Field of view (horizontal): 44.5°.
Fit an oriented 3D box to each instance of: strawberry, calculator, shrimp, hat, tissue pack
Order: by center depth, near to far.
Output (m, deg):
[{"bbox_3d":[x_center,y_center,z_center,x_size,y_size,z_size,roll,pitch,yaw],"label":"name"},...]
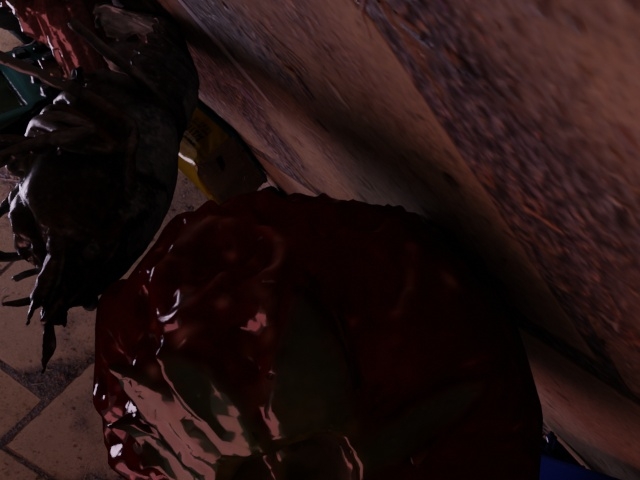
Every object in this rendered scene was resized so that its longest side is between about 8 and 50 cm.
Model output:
[{"bbox_3d":[0.025,0.097,0.571,0.317,0.295,0.345,40,-151,5],"label":"strawberry"},{"bbox_3d":[-0.178,-0.078,0.614,0.166,0.410,0.221,14,130,7],"label":"shrimp"},{"bbox_3d":[-0.273,-0.256,0.805,0.286,0.107,0.236,94,151,-77],"label":"hat"},{"bbox_3d":[-0.339,-0.207,1.014,0.248,0.274,0.058,43,151,46],"label":"calculator"},{"bbox_3d":[-0.164,-0.127,1.073,0.169,0.082,0.120,42,172,37],"label":"tissue pack"}]

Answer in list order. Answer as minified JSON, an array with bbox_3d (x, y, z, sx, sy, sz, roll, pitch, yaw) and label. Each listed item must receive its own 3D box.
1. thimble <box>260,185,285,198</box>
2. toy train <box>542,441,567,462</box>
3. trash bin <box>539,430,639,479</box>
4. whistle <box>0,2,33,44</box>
[{"bbox_3d":[-0.078,-0.023,1.111,0.066,0.095,0.104,44,165,5],"label":"thimble"},{"bbox_3d":[0.129,0.171,0.999,0.409,0.086,0.089,43,176,29],"label":"toy train"},{"bbox_3d":[0.226,0.272,0.686,0.162,0.184,0.234,46,163,1],"label":"trash bin"},{"bbox_3d":[-0.414,-0.318,0.894,0.189,0.189,0.348,45,166,12],"label":"whistle"}]
